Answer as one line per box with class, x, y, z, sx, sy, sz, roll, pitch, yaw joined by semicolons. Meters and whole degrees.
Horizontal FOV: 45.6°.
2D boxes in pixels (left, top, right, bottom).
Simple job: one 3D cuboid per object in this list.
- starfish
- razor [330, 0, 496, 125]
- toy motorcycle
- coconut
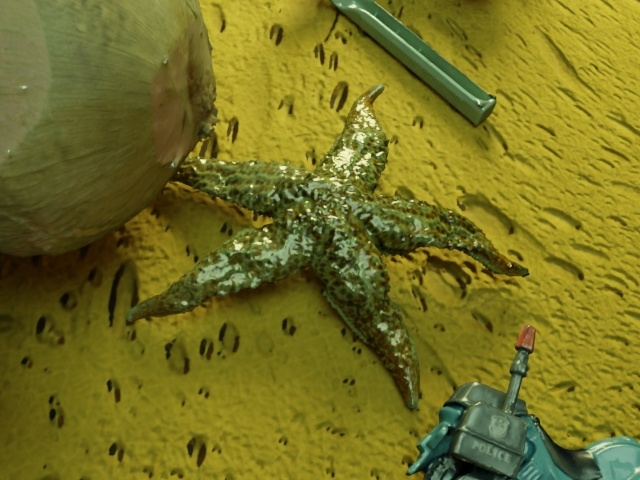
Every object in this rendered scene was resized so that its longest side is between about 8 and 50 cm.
starfish;-0.001;0.000;0.698;0.357;0.078;0.347;-32;73;-23
razor;0.086;-0.231;0.856;0.111;0.056;0.278;-39;80;-24
toy motorcycle;0.210;0.188;0.597;0.272;0.124;0.182;22;70;3
coconut;-0.219;-0.136;0.601;0.254;0.297;0.297;21;59;16
